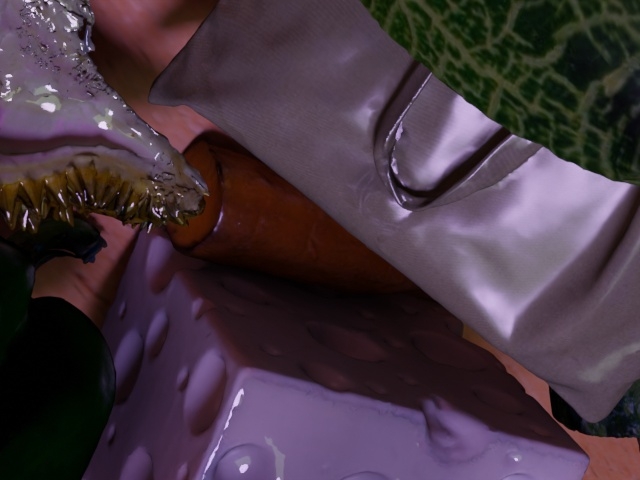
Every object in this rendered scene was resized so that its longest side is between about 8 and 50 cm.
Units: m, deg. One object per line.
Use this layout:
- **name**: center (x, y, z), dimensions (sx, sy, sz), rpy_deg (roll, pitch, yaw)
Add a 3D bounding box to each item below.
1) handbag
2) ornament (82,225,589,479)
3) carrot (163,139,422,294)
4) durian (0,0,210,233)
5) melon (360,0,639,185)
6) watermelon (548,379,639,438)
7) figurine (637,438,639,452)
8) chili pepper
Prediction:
- **handbag**: center (0.095, -0.074, 1.013), dimensions (0.316, 0.109, 0.253), rpy_deg (38, 117, 1)
- **ornament**: center (-0.020, 0.162, 1.218), dimensions (0.239, 0.240, 0.240), rpy_deg (17, 105, -25)
- **carrot**: center (0.000, 0.000, 1.225), dimensions (0.205, 0.072, 0.072), rpy_deg (19, 135, -31)
- **durian**: center (-0.201, -0.092, 1.040), dimensions (0.306, 0.172, 0.166), rpy_deg (43, 87, -21)
- **melon**: center (0.135, -0.200, 0.790), dimensions (0.331, 0.344, 0.226), rpy_deg (-28, 140, 22)
- **watermelon**: center (0.256, 0.002, 1.139), dimensions (0.176, 0.260, 0.256), rpy_deg (-5, -168, -40)
- **figurine**: center (0.338, 0.104, 1.320), dimensions (0.332, 0.185, 0.204), rpy_deg (36, 103, -20)
- **chili pepper**: center (-0.209, 0.073, 1.149), dimensions (0.174, 0.261, 0.165), rpy_deg (39, 118, -14)
